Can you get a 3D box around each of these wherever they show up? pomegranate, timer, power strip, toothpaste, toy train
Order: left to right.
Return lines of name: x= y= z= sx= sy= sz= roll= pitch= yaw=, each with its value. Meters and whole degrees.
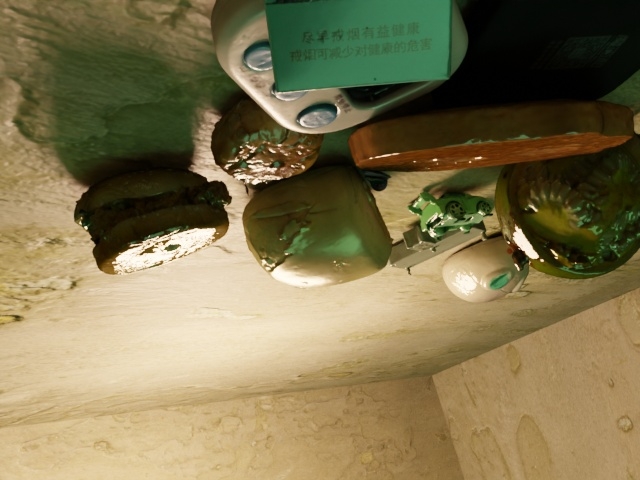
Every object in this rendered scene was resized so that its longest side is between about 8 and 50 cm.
timer: x=0.025 y=-0.219 z=0.742 sx=0.237 sy=0.087 sz=0.262 roll=-23 pitch=156 yaw=15
toothpaste: x=0.093 y=-0.098 z=1.130 sx=0.045 sy=0.028 sz=0.170 roll=16 pitch=-179 yaw=7
power strip: x=0.234 y=0.006 z=1.506 sx=0.215 sy=0.061 sz=0.145 roll=-30 pitch=156 yaw=31
toy train: x=0.254 y=-0.057 z=1.350 sx=0.149 sy=0.081 sz=0.099 roll=-12 pitch=160 yaw=-25
pomegranate: x=0.451 y=-0.083 z=1.199 sx=0.340 sy=0.260 sz=0.260 roll=-38 pitch=162 yaw=-11

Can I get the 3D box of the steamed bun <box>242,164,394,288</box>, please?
steamed bun: x=0.000 y=0.000 z=1.177 sx=0.232 sy=0.166 sz=0.273 roll=-20 pitch=159 yaw=7

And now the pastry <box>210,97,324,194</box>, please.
pastry: x=-0.068 y=-0.132 z=0.917 sx=0.153 sy=0.081 sz=0.153 roll=-11 pitch=149 yaw=-7

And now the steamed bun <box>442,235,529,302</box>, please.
steamed bun: x=0.414 y=0.079 z=1.726 sx=0.177 sy=0.131 sz=0.228 roll=7 pitch=152 yaw=-43

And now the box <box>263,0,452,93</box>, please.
box: x=0.029 y=-0.239 z=0.580 sx=0.162 sy=0.041 sz=0.229 roll=-5 pitch=128 yaw=2

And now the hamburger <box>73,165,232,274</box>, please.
hamburger: x=-0.231 y=-0.034 z=0.997 sx=0.215 sy=0.122 sz=0.189 roll=-17 pitch=166 yaw=-8

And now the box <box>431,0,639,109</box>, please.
box: x=0.304 y=-0.260 z=0.863 sx=0.289 sy=0.073 sz=0.290 roll=-8 pitch=159 yaw=-18

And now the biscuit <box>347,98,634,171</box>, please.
biscuit: x=0.225 y=-0.143 z=0.958 sx=0.365 sy=0.062 sz=0.385 roll=-4 pitch=-179 yaw=16
